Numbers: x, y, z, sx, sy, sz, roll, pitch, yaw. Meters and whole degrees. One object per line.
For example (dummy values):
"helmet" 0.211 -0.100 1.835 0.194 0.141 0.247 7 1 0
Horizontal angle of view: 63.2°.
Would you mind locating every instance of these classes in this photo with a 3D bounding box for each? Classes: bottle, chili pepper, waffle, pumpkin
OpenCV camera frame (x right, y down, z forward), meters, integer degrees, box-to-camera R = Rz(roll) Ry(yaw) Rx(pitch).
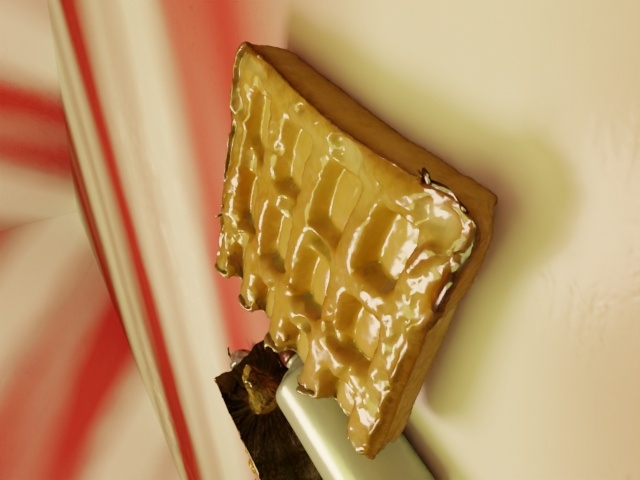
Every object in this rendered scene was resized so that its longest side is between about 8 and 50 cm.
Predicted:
"bottle" 0.023 0.207 0.600 0.245 0.104 0.104 51 146 32
"chili pepper" -0.114 0.224 0.916 0.153 0.041 0.050 9 136 41
"waffle" -0.001 0.000 0.517 0.348 0.077 0.304 47 136 38
"pumpkin" -0.054 0.278 0.757 0.248 0.130 0.126 68 160 -4

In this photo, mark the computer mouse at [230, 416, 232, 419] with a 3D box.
"computer mouse" -0.152 0.353 1.056 0.199 0.044 0.102 -35 74 60
